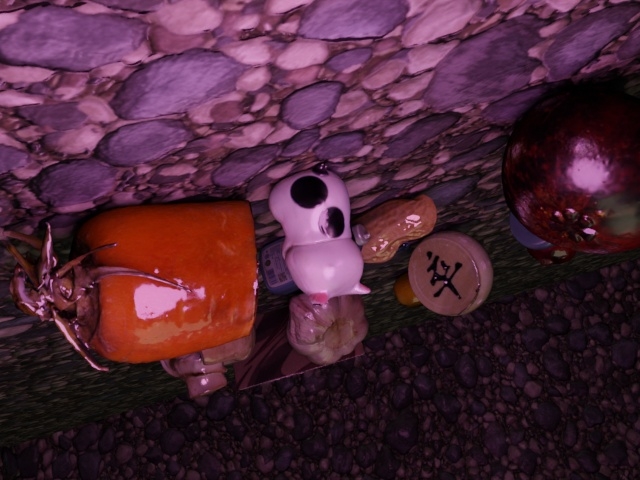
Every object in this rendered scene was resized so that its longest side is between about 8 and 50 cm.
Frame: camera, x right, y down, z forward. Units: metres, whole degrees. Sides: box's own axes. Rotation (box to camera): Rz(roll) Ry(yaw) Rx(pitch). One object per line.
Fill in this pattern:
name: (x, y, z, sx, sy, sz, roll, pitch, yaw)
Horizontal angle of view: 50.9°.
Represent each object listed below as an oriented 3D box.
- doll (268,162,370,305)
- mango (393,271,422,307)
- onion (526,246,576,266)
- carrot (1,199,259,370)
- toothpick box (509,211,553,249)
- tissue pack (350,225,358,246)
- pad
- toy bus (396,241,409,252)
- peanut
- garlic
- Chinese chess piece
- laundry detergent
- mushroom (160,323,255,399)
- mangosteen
doll: (-0.003, -0.006, 0.909, 0.110, 0.180, 0.107, -10, 177, -29)
mango: (0.291, 0.121, 1.844, 0.195, 0.098, 0.137, -17, 162, -20)
onion: (0.582, 0.006, 1.692, 0.131, 0.131, 0.131, -16, 165, -4)
carrot: (-0.206, 0.054, 0.831, 0.331, 0.193, 0.214, -4, -158, -28)
toothpick box: (0.487, -0.048, 1.393, 0.184, 0.120, 0.120, -8, 163, -43)
tissue pack: (0.010, -0.005, 1.032, 0.085, 0.110, 0.079, -16, 164, -1)
pad: (-0.072, 0.251, 1.727, 0.331, 0.220, 0.004, -16, 136, -6)
toy bus: (0.092, 0.012, 1.317, 0.166, 0.047, 0.065, -14, 161, -8)
peanut: (0.112, -0.017, 1.145, 0.194, 0.093, 0.083, -23, 137, 33)
garlic: (-0.007, 0.179, 1.656, 0.219, 0.218, 0.212, -9, -156, -27)
Chinese chess piece: (0.281, 0.071, 1.461, 0.188, 0.188, 0.083, -30, 173, 41)
laundry detergent: (-0.006, 0.019, 1.130, 0.206, 0.096, 0.061, -24, 148, 27)
mushroom: (-0.232, 0.230, 1.471, 0.189, 0.195, 0.254, -12, 168, -30)
mangosteen: (0.374, -0.115, 0.901, 0.261, 0.236, 0.235, -58, -175, -27)
